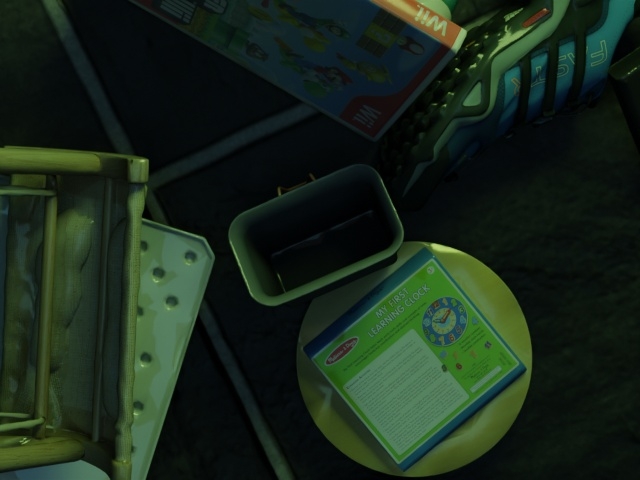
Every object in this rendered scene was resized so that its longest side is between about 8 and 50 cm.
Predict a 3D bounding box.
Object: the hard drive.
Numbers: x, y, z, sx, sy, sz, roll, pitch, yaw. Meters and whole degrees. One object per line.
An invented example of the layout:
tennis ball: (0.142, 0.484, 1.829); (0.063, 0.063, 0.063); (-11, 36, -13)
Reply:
hard drive: (0.304, -0.120, 1.115); (0.094, 0.022, 0.135); (-34, 133, 1)

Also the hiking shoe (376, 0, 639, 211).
hiking shoe: (0.172, -0.131, 1.100); (0.132, 0.113, 0.304); (36, 100, -18)

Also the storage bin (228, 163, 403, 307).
storage bin: (0.000, 0.000, 1.107); (0.135, 0.091, 0.098); (-24, 74, 3)

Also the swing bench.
swing bench: (-0.274, 0.053, 1.010); (0.255, 0.165, 0.253); (2, 96, -28)

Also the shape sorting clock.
shape sorting clock: (0.082, 0.103, 1.154); (0.206, 0.040, 0.206); (0, 92, -2)

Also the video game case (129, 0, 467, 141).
video game case: (-0.045, -0.188, 1.038); (0.285, 0.204, 0.025); (29, 69, -6)

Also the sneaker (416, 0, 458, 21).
sneaker: (-0.005, -0.284, 1.069); (0.296, 0.124, 0.178); (22, 78, 12)

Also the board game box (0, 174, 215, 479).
board game box: (-0.330, 0.126, 1.128); (0.390, 0.050, 0.389); (17, 95, -5)
